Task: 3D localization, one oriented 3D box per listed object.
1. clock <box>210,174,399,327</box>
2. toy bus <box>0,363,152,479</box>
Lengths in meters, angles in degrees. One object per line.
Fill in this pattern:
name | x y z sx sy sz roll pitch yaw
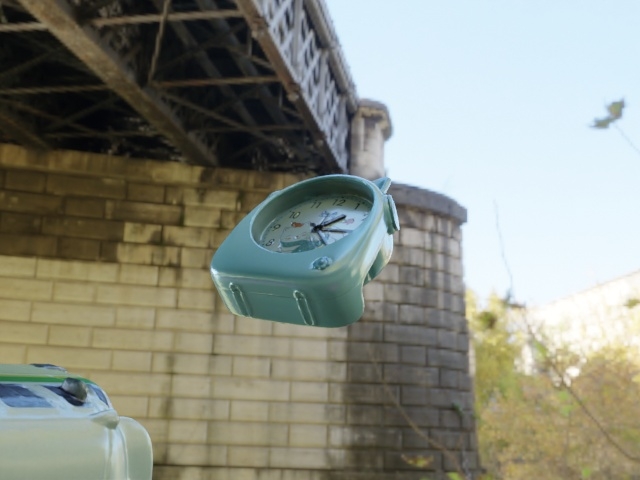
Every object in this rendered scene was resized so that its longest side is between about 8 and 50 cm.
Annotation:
clock | 0.000 0.000 1.138 0.223 0.274 0.094 6 -51 33
toy bus | -0.220 0.129 0.416 0.164 0.134 0.276 6 -5 38
